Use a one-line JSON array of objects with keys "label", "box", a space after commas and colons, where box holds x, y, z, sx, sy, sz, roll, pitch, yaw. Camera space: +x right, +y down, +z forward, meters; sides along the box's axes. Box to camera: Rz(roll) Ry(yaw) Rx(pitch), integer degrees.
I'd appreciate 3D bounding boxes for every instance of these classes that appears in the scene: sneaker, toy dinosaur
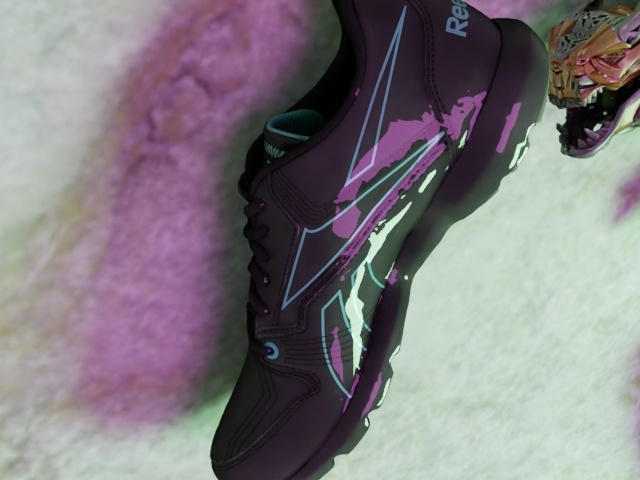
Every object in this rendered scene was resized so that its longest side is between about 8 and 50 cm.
[{"label": "sneaker", "box": [0.000, 0.000, 0.609, 0.106, 0.101, 0.267, 23, 103, -21]}, {"label": "toy dinosaur", "box": [0.268, -0.091, 0.714, 0.321, 0.164, 0.218, -12, 109, -7]}]
